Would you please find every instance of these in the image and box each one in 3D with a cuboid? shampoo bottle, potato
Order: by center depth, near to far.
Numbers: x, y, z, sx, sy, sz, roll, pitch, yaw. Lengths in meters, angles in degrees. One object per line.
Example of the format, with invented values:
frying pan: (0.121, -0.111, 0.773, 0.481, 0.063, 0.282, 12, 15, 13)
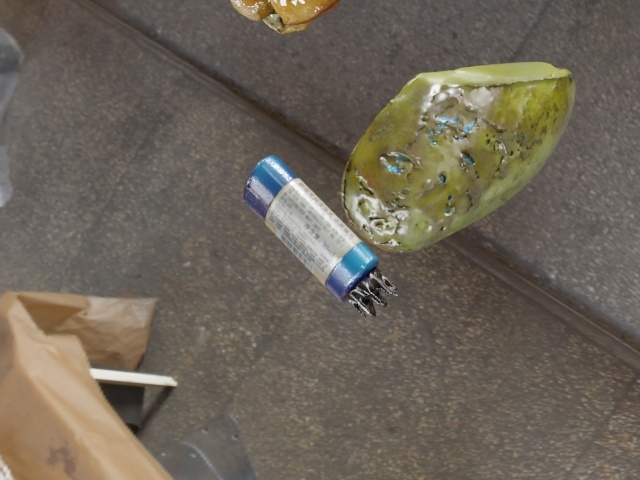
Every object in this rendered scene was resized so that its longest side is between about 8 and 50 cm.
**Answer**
potato: (0.107, -0.061, 0.586, 0.054, 0.198, 0.119, 31, 139, 55)
shampoo bottle: (0.000, 0.000, 0.848, 0.050, 0.087, 0.183, -39, 78, -24)

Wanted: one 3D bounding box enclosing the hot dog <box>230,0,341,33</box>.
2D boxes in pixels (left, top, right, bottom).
hot dog: (0.016, -0.243, 0.524, 0.249, 0.068, 0.100, -67, 19, -6)
